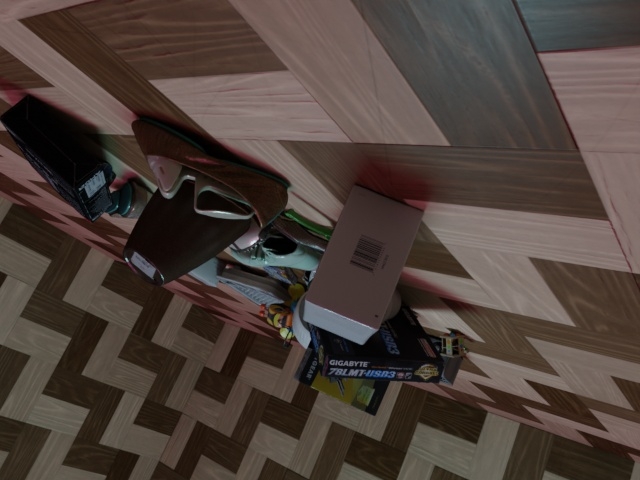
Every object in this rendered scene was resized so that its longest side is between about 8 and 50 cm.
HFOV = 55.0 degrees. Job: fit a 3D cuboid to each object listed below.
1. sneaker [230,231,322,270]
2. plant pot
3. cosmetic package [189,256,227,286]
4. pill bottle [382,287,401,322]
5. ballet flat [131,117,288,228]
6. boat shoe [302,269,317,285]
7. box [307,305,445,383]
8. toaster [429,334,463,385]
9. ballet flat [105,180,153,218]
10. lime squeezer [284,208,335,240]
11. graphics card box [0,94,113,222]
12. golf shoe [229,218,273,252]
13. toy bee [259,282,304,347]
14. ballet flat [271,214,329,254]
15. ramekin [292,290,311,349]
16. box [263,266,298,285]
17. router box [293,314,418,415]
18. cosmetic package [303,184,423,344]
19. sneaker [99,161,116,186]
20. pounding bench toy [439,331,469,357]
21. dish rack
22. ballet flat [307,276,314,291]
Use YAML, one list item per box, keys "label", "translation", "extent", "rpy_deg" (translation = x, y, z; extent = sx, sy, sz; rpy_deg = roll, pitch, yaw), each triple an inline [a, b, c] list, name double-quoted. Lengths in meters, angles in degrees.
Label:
- label: "sneaker"
  translation: [-0.136, 0.009, 1.523]
  extent: [0.256, 0.094, 0.151]
  rpy_deg: [5, 163, 25]
- label: "plant pot"
  translation: [-0.302, -0.020, 1.308]
  extent: [0.215, 0.230, 0.215]
  rpy_deg: [25, 144, 20]
- label: "cosmetic package"
  translation: [-0.445, 0.071, 2.175]
  extent: [0.060, 0.098, 0.239]
  rpy_deg: [10, 160, 43]
- label: "pill bottle"
  translation: [0.100, 0.145, 1.472]
  extent: [0.131, 0.131, 0.229]
  rpy_deg: [14, -176, 33]
- label: "ballet flat"
  translation: [-0.232, -0.119, 1.198]
  extent: [0.342, 0.124, 0.116]
  rpy_deg: [26, 164, -4]
- label: "boat shoe"
  translation: [-0.005, 0.100, 1.690]
  extent: [0.081, 0.079, 0.227]
  rpy_deg: [33, 160, 2]
- label: "box"
  translation: [0.125, 0.245, 1.551]
  extent: [0.294, 0.073, 0.295]
  rpy_deg: [6, -159, -12]
- label: "toaster"
  translation: [0.358, 0.380, 1.990]
  extent: [0.168, 0.110, 0.185]
  rpy_deg: [15, 162, 32]
- label: "ballet flat"
  translation: [-0.527, -0.110, 1.746]
  extent: [0.106, 0.107, 0.316]
  rpy_deg: [10, 179, -31]
- label: "lime squeezer"
  translation: [0.035, 0.046, 1.316]
  extent: [0.059, 0.110, 0.310]
  rpy_deg: [-4, 118, 43]
- label: "graphics card box"
  translation: [-0.638, -0.185, 1.523]
  extent: [0.233, 0.094, 0.371]
  rpy_deg: [45, 163, -2]
- label: "golf shoe"
  translation: [-0.229, -0.045, 1.485]
  extent: [0.273, 0.105, 0.120]
  rpy_deg: [8, 150, 44]
- label: "toy bee"
  translation: [-0.109, 0.231, 2.026]
  extent: [0.162, 0.195, 0.298]
  rpy_deg: [20, 179, 18]
- label: "ballet flat"
  translation: [0.000, 0.000, 1.392]
  extent: [0.250, 0.058, 0.084]
  rpy_deg: [30, -170, 0]
- label: "ramekin"
  translation: [0.017, 0.231, 1.845]
  extent: [0.207, 0.207, 0.109]
  rpy_deg: [21, 155, 10]
- label: "box"
  translation: [-0.131, 0.096, 1.927]
  extent: [0.094, 0.027, 0.137]
  rpy_deg: [20, 164, 19]
- label: "router box"
  translation: [0.100, 0.300, 1.730]
  extent: [0.243, 0.308, 0.081]
  rpy_deg: [26, 170, -11]
- label: "cosmetic package"
  translation: [0.070, 0.054, 1.132]
  extent: [0.138, 0.224, 0.224]
  rpy_deg: [22, 164, 5]
- label: "sneaker"
  translation: [-0.597, -0.183, 1.659]
  extent: [0.058, 0.052, 0.135]
  rpy_deg: [30, 164, -4]
- label: "pounding bench toy"
  translation: [0.391, 0.295, 1.765]
  extent: [0.083, 0.065, 0.052]
  rpy_deg: [-3, -179, -34]
- label: "dish rack"
  translation: [-0.193, 0.188, 2.238]
  extent: [0.286, 0.072, 0.333]
  rpy_deg: [12, 160, 34]
- label: "ballet flat"
  translation: [0.062, 0.071, 1.280]
  extent: [0.070, 0.188, 0.070]
  rpy_deg: [57, 174, 9]
